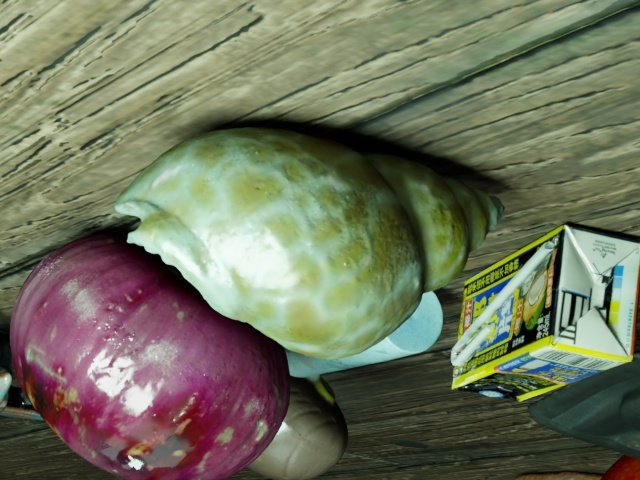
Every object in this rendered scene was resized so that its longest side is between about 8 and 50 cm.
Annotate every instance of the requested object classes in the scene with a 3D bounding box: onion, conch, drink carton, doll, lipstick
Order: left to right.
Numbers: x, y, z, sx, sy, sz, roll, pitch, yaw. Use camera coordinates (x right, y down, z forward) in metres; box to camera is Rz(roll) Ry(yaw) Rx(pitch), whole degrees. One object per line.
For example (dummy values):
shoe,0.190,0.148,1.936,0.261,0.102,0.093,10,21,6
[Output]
onion,-0.101,0.067,1.134,0.177,0.153,0.177,7,-177,0
doll,-0.049,0.101,1.320,0.145,0.096,0.188,37,178,33
conch,-0.008,-0.004,0.901,0.173,0.106,0.116,26,-173,-1
lipstick,0.021,0.059,1.230,0.048,0.048,0.158,14,165,-25
drink carton,0.124,0.045,1.073,0.056,0.071,0.166,14,164,-13

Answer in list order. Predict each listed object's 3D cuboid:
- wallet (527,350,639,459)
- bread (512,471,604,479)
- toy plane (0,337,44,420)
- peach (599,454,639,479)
wallet,0.296,0.093,1.147,0.247,0.041,0.323,16,151,-21
bread,0.294,0.306,1.903,0.244,0.123,0.190,5,164,6
toy plane,-0.279,0.108,1.467,0.223,0.104,0.326,12,161,-21
peach,0.315,0.262,1.492,0.245,0.248,0.275,44,-166,31
